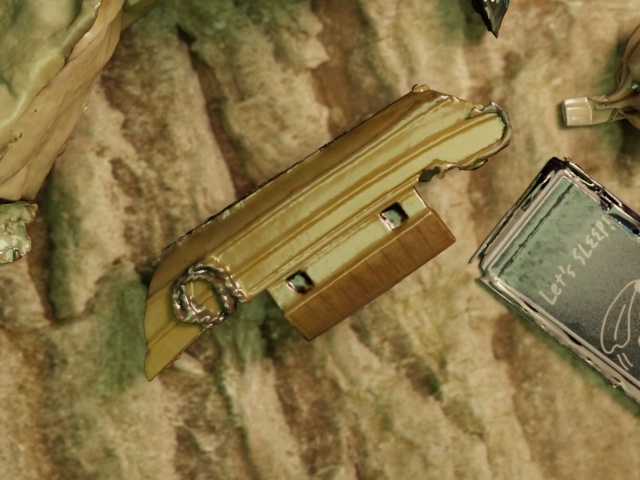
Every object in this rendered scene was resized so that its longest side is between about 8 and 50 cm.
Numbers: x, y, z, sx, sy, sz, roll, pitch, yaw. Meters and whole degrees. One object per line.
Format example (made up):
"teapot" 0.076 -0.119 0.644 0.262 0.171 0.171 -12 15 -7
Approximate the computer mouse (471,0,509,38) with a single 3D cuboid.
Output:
"computer mouse" 0.168 -0.274 1.215 0.047 0.079 0.135 0 89 17

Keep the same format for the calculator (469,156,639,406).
"calculator" 0.310 0.051 1.280 0.274 0.028 0.166 38 96 -4

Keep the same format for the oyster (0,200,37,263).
"oyster" -0.385 -0.042 1.228 0.200 0.061 0.106 34 105 -17

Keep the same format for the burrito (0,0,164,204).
"burrito" -0.256 -0.197 1.153 0.135 0.190 0.332 36 91 6

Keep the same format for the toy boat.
"toy boat" 0.000 0.000 1.217 0.445 0.136 0.162 -33 92 6

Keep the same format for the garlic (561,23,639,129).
"garlic" 0.341 -0.165 1.223 0.194 0.127 0.131 -7 63 25
